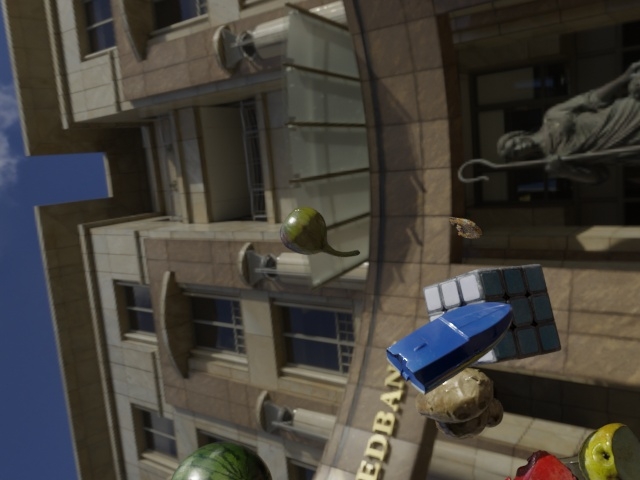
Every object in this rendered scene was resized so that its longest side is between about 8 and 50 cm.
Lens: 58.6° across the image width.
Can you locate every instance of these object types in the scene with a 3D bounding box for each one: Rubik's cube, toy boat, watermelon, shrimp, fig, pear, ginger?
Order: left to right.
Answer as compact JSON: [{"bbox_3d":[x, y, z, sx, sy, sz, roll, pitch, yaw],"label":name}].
[{"bbox_3d":[-0.220,0.569,1.262,0.242,0.242,0.243,-2,-88,-53],"label":"watermelon"},{"bbox_3d":[0.000,0.000,1.689,0.245,0.149,0.149,32,-121,-8],"label":"fig"},{"bbox_3d":[0.285,0.203,1.171,0.295,0.129,0.088,-26,-55,-20],"label":"toy boat"},{"bbox_3d":[0.431,0.504,1.737,0.304,0.244,0.155,49,-160,-44],"label":"ginger"},{"bbox_3d":[0.558,-0.057,2.215,0.132,0.187,0.052,42,-98,-2],"label":"shrimp"},{"bbox_3d":[0.572,0.259,1.939,0.305,0.303,0.301,-5,-102,-29],"label":"Rubik's cube"},{"bbox_3d":[0.584,0.446,1.161,0.141,0.104,0.141,15,-116,-34],"label":"pear"}]

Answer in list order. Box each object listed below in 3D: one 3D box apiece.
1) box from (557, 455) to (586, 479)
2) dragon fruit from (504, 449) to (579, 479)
[{"bbox_3d":[0.743,0.658,1.542,0.273,0.184,0.143,74,-171,-68],"label":"box"},{"bbox_3d":[0.375,0.586,1.051,0.343,0.282,0.100,-47,-39,7],"label":"dragon fruit"}]
